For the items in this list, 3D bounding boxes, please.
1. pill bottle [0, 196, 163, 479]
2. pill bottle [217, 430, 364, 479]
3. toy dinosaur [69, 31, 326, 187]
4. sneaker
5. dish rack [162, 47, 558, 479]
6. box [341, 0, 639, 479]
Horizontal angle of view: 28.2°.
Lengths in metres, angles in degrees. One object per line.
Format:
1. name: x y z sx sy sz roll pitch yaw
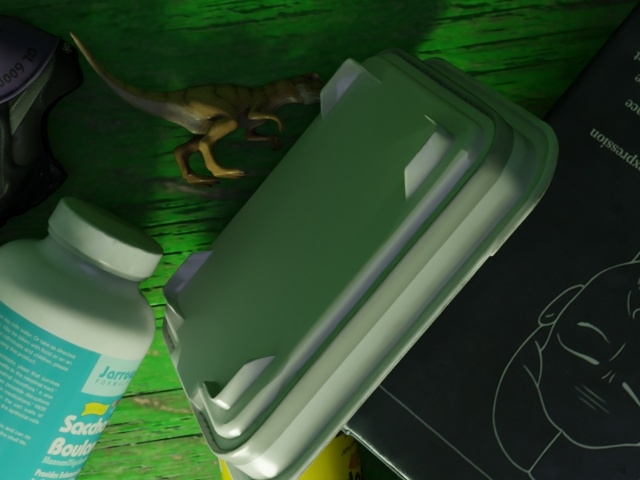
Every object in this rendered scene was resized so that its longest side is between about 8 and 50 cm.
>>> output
1. pill bottle: -0.228 0.100 1.021 0.146 0.146 0.264 29 98 -7
2. pill bottle: -0.017 0.226 1.066 0.117 0.117 0.214 -11 100 -1
3. toy dinosaur: -0.099 -0.104 1.046 0.212 0.064 0.112 1 81 -12
4. sneaker: -0.274 -0.038 1.021 0.124 0.107 0.283 19 98 -12
5. dish rack: 0.000 0.000 0.942 0.072 0.285 0.333 36 97 -28
6. box: 0.244 0.066 0.947 0.293 0.212 0.395 40 91 15
